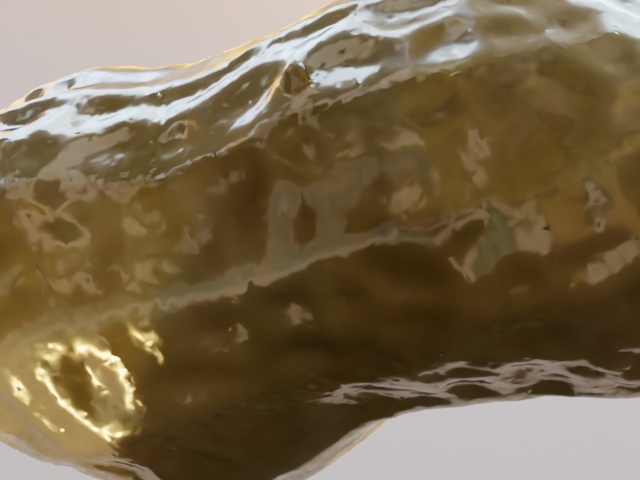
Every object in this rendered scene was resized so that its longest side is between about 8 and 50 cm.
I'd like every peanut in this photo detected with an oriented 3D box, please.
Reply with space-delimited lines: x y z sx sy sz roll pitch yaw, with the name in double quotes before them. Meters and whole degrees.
"peanut" 0.000 0.000 0.453 0.149 0.313 0.149 38 -136 -50
